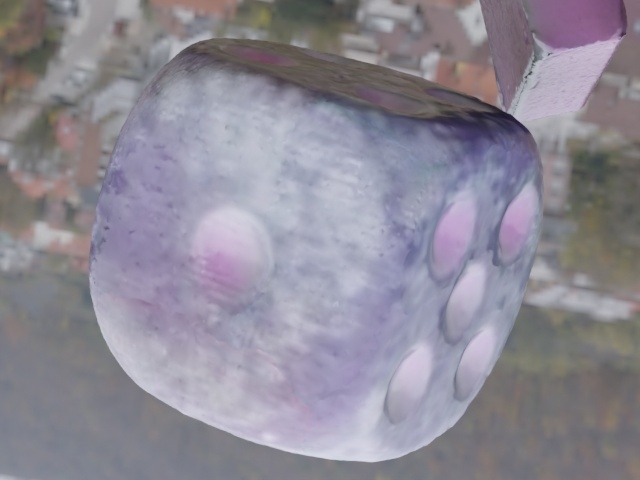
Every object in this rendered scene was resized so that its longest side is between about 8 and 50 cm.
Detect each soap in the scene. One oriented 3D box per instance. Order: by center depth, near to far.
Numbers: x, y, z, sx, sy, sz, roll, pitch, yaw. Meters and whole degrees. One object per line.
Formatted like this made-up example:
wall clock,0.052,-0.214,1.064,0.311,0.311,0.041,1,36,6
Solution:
soap,0.178,-0.208,1.345,0.081,0.181,0.259,-12,171,1

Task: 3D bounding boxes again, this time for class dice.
dice,0.000,0.000,1.307,0.270,0.270,0.271,22,-165,27
